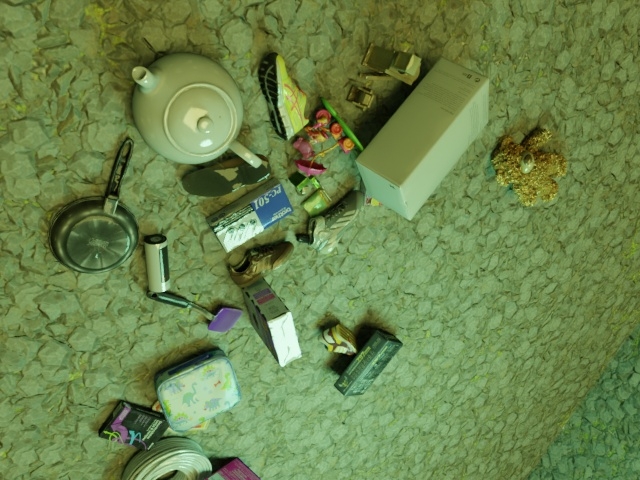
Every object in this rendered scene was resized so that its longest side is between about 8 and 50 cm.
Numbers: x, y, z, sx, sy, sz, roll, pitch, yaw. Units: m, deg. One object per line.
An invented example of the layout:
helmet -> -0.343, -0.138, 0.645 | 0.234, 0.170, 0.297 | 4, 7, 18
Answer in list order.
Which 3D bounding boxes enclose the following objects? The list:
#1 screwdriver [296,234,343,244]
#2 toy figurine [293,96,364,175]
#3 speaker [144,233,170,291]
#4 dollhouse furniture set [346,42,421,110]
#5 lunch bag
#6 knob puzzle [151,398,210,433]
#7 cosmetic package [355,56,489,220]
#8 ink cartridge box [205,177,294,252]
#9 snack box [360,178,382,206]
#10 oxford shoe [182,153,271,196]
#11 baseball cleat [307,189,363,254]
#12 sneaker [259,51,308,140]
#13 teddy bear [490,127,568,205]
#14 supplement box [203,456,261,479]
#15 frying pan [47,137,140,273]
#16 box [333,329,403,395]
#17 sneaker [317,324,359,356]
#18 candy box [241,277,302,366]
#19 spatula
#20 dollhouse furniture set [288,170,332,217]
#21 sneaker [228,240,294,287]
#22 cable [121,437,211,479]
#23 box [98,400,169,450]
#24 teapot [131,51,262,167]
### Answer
screwdriver -> 0.000, 0.000, 1.588 | 0.169, 0.025, 0.024 | 5, 113, -42
toy figurine -> -0.003, -0.242, 1.400 | 0.159, 0.130, 0.173 | -38, 107, 5
speaker -> -0.397, 0.057, 1.355 | 0.055, 0.055, 0.136 | -10, 120, -26
dollhouse furniture set -> 0.175, -0.377, 1.369 | 0.101, 0.182, 0.161 | 13, 108, -35
lunch bag -> -0.340, 0.411, 1.549 | 0.218, 0.090, 0.176 | -23, 110, -20
knob puzzle -> -0.392, 0.488, 1.615 | 0.213, 0.030, 0.213 | -14, 122, -23
cosmetic package -> 0.272, -0.259, 1.441 | 0.366, 0.155, 0.197 | -49, 154, -10
ink cartridge box -> -0.178, -0.065, 1.422 | 0.207, 0.046, 0.097 | -33, 129, -11
snack box -> 0.166, -0.170, 1.573 | 0.100, 0.037, 0.141 | -7, 118, -29
oxford shoe -> -0.225, -0.159, 1.333 | 0.212, 0.076, 0.076 | -13, 125, -5
baseball cleat -> 0.039, -0.061, 1.528 | 0.109, 0.072, 0.206 | 30, 88, -36
sneaker -> -0.079, -0.347, 1.311 | 0.094, 0.081, 0.209 | -31, 134, -22
teddy bear -> 0.700, -0.230, 1.812 | 0.338, 0.113, 0.245 | 33, 94, -39
supplement box -> -0.295, 0.778, 1.717 | 0.111, 0.114, 0.220 | -57, 161, 8
frying pan -> -0.465, -0.049, 1.263 | 0.326, 0.053, 0.197 | -45, 130, 3
box -> 0.162, 0.408, 1.840 | 0.233, 0.059, 0.183 | -53, 154, 5
sneaker -> 0.058, 0.327, 1.777 | 0.083, 0.070, 0.185 | -23, 139, 15
candy box -> -0.135, 0.214, 1.506 | 0.070, 0.196, 0.165 | -24, 126, -18
spatula -> -0.333, 0.182, 1.478 | 0.296, 0.030, 0.084 | 29, 101, -39
dollhouse furniture set -> -0.020, -0.117, 1.478 | 0.076, 0.058, 0.152 | -41, 129, -4
sneaker -> -0.157, 0.051, 1.486 | 0.188, 0.066, 0.071 | -37, 128, -9
cable -> -0.459, 0.708, 1.661 | 0.257, 0.089, 0.257 | 8, 111, -35
box -> -0.513, 0.519, 1.547 | 0.162, 0.029, 0.116 | 32, 101, -35
teapot -> -0.261, -0.261, 1.173 | 0.255, 0.187, 0.253 | -15, 123, -24
